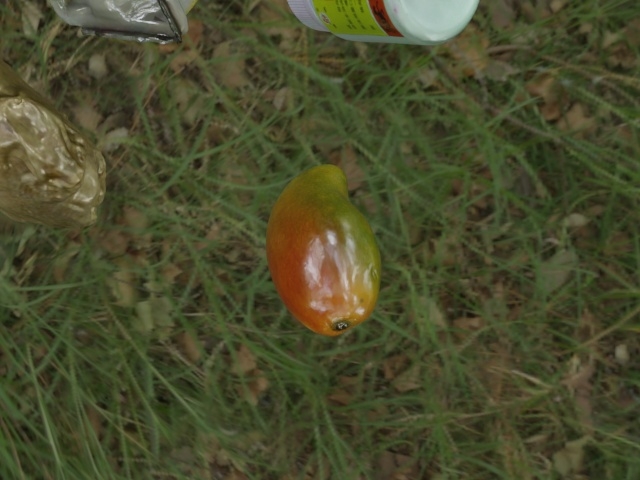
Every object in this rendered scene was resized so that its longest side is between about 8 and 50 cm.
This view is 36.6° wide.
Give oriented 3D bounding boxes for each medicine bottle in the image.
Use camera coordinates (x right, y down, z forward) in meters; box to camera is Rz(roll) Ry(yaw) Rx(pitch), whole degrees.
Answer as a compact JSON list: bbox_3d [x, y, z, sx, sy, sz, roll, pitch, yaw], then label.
[{"bbox_3d":[0.067,-0.299,1.115,0.139,0.225,0.139,-9,107,-32],"label":"medicine bottle"}]

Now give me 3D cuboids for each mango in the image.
[{"bbox_3d":[-0.003,0.005,1.267,0.129,0.289,0.146,30,110,-27],"label":"mango"}]

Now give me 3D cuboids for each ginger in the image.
[{"bbox_3d":[-0.182,-0.056,0.556,0.074,0.137,0.213,-51,147,-14],"label":"ginger"}]

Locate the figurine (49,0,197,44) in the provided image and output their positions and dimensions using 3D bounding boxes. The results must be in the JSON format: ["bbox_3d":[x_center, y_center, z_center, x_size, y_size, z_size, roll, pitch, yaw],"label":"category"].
[{"bbox_3d":[-0.061,-0.235,0.410,0.308,0.143,0.308,5,81,-32],"label":"figurine"}]
